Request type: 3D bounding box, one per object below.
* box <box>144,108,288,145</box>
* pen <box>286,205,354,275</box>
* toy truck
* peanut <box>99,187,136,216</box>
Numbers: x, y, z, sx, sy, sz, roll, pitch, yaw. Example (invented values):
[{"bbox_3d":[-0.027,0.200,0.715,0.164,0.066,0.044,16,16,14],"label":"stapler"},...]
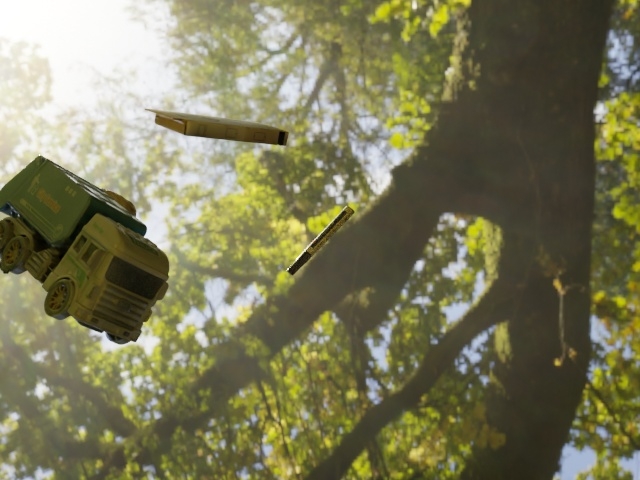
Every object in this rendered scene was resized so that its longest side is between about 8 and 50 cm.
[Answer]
[{"bbox_3d":[-0.197,-0.213,1.667,0.247,0.033,0.129,2,-165,-36],"label":"box"},{"bbox_3d":[0.000,0.000,1.946,0.204,0.025,0.025,-46,-136,-15],"label":"pen"},{"bbox_3d":[-0.372,0.008,1.332,0.367,0.146,0.175,33,-89,42],"label":"toy truck"},{"bbox_3d":[-0.500,-0.029,1.794,0.253,0.122,0.137,-28,-122,-18],"label":"peanut"}]
